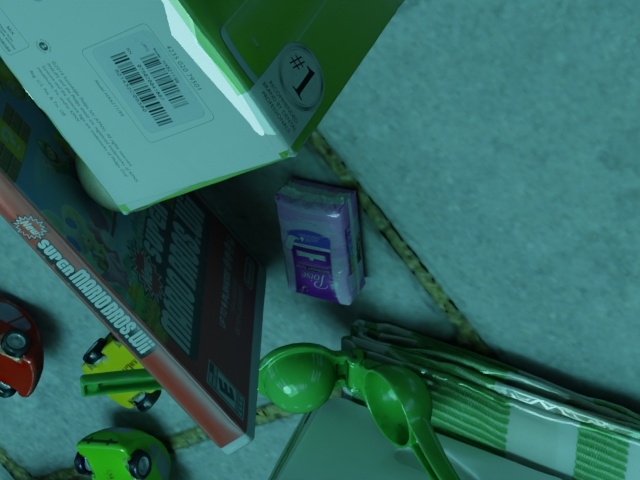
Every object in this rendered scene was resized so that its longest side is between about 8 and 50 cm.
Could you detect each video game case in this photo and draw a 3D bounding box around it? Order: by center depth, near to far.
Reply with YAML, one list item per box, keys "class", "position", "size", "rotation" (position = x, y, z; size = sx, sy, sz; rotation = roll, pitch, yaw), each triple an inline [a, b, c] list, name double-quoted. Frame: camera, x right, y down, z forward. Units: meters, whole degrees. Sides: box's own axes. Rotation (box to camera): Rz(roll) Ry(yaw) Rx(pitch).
- class: "video game case"
  position: [-0.131, -0.023, 1.198]
  size: [0.025, 0.204, 0.285]
  rotation: [-33, 115, 18]

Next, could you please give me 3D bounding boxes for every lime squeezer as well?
- class: "lime squeezer"
  position: [0.001, 0.118, 1.269]
  size: [0.310, 0.110, 0.059]
  rotation: [20, 154, 18]

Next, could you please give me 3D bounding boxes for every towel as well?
- class: "towel"
  position: [0.165, 0.186, 1.344]
  size: [0.324, 0.038, 0.248]
  rotation: [16, 135, 16]

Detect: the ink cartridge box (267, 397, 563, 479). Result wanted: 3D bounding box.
- class: "ink cartridge box"
  position: [0.056, 0.262, 1.363]
  size: [0.198, 0.115, 0.273]
  rotation: [19, 136, 14]

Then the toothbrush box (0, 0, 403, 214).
- class: "toothbrush box"
  position: [-0.052, -0.185, 0.957]
  size: [0.122, 0.283, 0.206]
  rotation: [-17, 117, 38]

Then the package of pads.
- class: "package of pads"
  position: [0.000, 0.000, 1.275]
  size: [0.050, 0.032, 0.083]
  rotation: [14, 134, 23]

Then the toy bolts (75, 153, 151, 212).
- class: "toy bolts"
  position: [-0.134, -0.131, 1.143]
  size: [0.218, 0.158, 0.228]
  rotation: [2, 128, 29]

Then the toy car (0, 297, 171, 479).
- class: "toy car"
  position: [-0.166, 0.129, 1.473]
  size: [0.239, 0.053, 0.225]
  rotation: [1, 129, 31]
